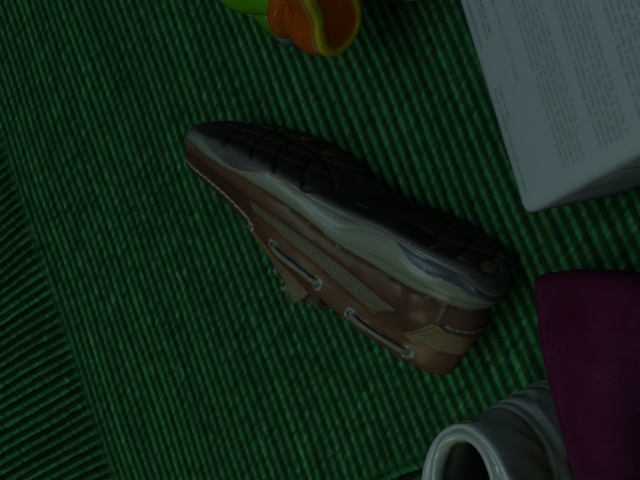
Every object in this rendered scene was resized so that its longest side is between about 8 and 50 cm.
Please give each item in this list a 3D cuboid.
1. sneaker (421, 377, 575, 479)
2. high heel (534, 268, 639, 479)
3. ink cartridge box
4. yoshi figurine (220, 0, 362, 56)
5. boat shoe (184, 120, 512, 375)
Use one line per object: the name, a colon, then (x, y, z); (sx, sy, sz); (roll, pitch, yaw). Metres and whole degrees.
sneaker: (0.140, 0.256, 0.892); (0.108, 0.169, 0.292); (-11, 89, 40)
high heel: (0.169, 0.201, 0.815); (0.181, 0.127, 0.377); (15, 69, 29)
ink cartridge box: (0.195, -0.211, 0.737); (0.385, 0.091, 0.308); (146, 111, -67)
yoshi figurine: (-0.082, -0.295, 1.024); (0.362, 0.203, 0.203); (30, 98, 38)
boat shoe: (0.000, 0.000, 1.019); (0.324, 0.123, 0.116); (34, 118, 35)
